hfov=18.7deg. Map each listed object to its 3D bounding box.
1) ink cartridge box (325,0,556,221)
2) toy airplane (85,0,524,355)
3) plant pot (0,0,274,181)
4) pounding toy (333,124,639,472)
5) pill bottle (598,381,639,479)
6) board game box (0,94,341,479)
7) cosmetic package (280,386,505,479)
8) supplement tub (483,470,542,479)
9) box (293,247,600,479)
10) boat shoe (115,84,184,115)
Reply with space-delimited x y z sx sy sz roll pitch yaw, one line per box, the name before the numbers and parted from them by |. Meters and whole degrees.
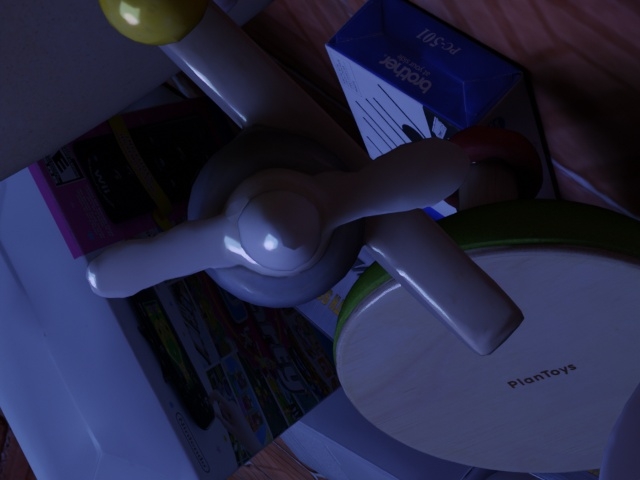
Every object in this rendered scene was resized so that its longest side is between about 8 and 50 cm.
ink cartridge box | 0.074 -0.036 1.019 0.097 0.046 0.207 35 164 31
toy airplane | -0.116 -0.135 0.693 0.386 0.272 0.384 25 153 34
plant pot | -0.186 -0.132 0.976 0.256 0.274 0.256 40 166 12
pounding toy | 0.126 0.015 0.892 0.237 0.110 0.183 -2 143 7
pill bottle | 0.276 0.196 0.790 0.224 0.224 0.392 25 158 50
board game box | -0.106 0.035 1.195 0.224 0.097 0.303 64 -163 0
cosmetic package | 0.068 0.123 1.343 0.238 0.127 0.107 30 161 48
supplement tub | 0.223 0.284 1.152 0.331 0.241 0.241 26 159 47
box | 0.075 0.059 1.094 0.183 0.056 0.231 29 -174 -39
boat shoe | -0.141 -0.082 1.428 0.227 0.079 0.081 40 175 30
